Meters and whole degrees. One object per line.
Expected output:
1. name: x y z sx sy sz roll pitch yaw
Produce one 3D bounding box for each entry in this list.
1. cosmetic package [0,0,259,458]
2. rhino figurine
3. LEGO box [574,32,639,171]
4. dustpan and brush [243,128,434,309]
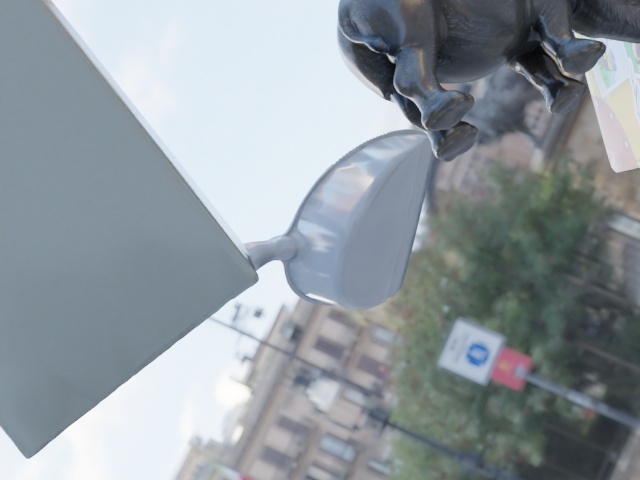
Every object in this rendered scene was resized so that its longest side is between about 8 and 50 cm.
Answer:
1. cosmetic package: -0.165 -0.082 0.544 0.113 0.309 0.160 -37 10 -2
2. rhino figurine: 0.109 -0.124 0.776 0.243 0.106 0.073 -23 -24 -37
3. LEGO box: 0.334 -0.338 0.954 0.193 0.373 0.500 169 86 -82
4. dustpan and brush: 0.000 0.000 1.016 0.211 0.060 0.147 -29 -43 -55
